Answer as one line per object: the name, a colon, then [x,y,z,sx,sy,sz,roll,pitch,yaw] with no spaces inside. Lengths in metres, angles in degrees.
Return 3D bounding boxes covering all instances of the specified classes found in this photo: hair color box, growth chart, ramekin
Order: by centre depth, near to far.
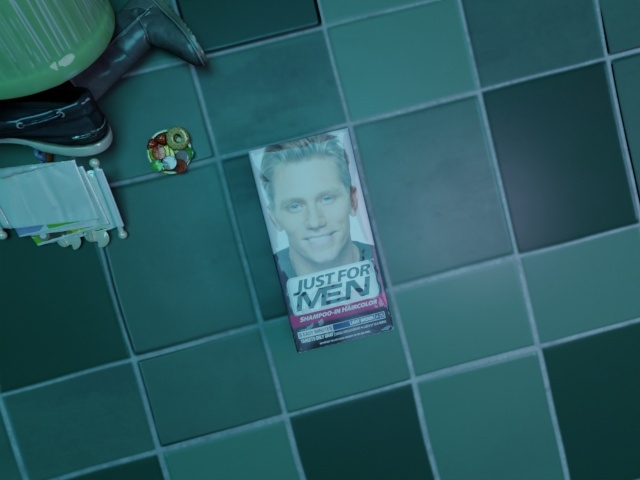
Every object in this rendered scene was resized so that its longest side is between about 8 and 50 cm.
ramekin: [-0.478,-0.365,0.650,0.303,0.148,0.303,1,61,-2]
growth chart: [-0.468,-0.062,0.779,0.237,0.021,0.172,-2,116,-3]
hair color box: [0.000,0.000,0.786,0.173,0.105,0.347,-14,94,-2]

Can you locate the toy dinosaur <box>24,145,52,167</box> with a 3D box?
toy dinosaur: [-0.485,-0.133,0.789,0.090,0.047,0.082,-28,113,-11]

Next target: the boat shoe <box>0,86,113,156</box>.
boat shoe: [-0.522,-0.217,0.719,0.340,0.113,0.127,9,51,-5]

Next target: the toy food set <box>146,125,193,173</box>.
toy food set: [-0.269,-0.158,0.805,0.083,0.020,0.083,-12,94,-2]

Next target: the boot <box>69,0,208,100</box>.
boot: [-0.321,-0.311,0.766,0.208,0.076,0.190,-42,80,-6]
